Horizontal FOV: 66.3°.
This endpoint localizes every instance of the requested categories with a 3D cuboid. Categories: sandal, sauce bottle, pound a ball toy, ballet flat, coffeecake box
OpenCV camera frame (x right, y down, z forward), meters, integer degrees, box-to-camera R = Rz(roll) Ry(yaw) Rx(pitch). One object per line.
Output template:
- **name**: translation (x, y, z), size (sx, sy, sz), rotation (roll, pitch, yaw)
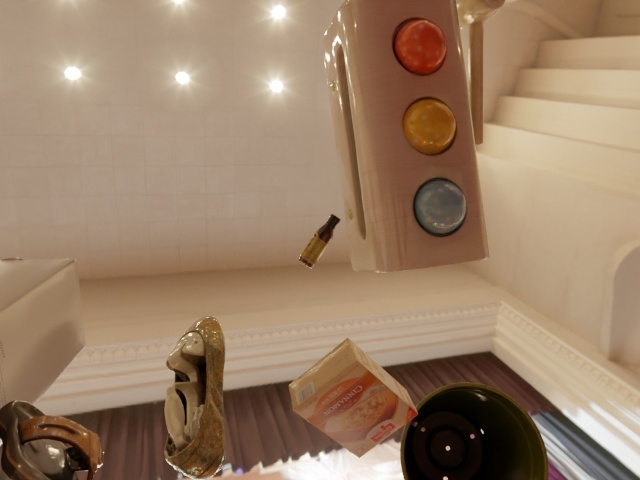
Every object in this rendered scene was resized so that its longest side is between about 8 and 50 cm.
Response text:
- **sandal**: translation (-0.233, 0.190, 0.443), size (0.060, 0.219, 0.090), rotation (-48, -57, -24)
- **sauce bottle**: translation (0.000, 0.000, 1.084), size (0.042, 0.042, 0.128), rotation (34, -91, -27)
- **pound a ball toy**: translation (0.128, -0.136, 0.526), size (0.208, 0.136, 0.319), rotation (-6, -91, -16)
- **ballet flat**: translation (-0.248, 0.274, 0.947), size (0.123, 0.348, 0.123), rotation (-7, -43, -7)
- **coffeecake box**: translation (0.059, 0.285, 0.875), size (0.142, 0.068, 0.185), rotation (-41, -63, 9)

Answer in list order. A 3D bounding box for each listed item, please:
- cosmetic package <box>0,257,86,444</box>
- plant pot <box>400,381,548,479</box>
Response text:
- **cosmetic package**: translation (-0.446, 0.138, 0.579), size (0.197, 0.365, 0.155), rotation (-2, -78, -4)
- **plant pot**: translation (0.391, 0.603, 1.391), size (0.367, 0.353, 0.366), rotation (-1, -109, 2)
